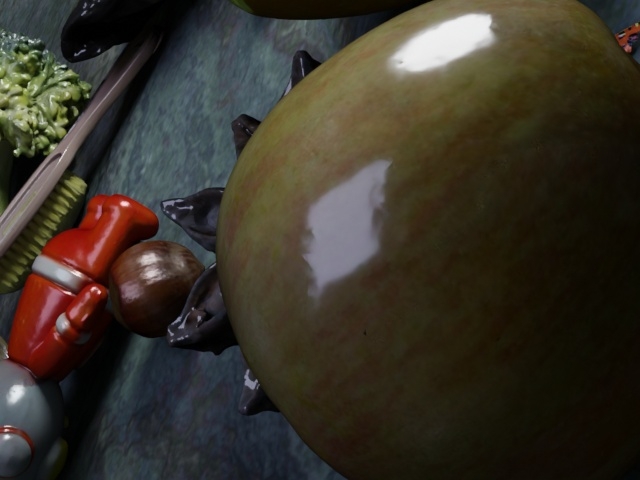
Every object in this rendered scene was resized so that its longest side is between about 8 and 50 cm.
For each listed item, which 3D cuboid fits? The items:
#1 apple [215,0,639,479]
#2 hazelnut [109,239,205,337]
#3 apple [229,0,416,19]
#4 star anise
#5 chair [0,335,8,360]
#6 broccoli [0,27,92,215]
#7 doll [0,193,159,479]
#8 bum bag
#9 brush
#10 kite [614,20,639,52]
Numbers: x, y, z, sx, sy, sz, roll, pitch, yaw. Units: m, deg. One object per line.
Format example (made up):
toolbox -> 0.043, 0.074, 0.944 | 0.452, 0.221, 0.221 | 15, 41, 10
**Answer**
apple -> 0.085, 0.006, 0.824 | 0.234, 0.257, 0.257 | -40, 36, 16
hazelnut -> -0.130, 0.039, 1.341 | 0.086, 0.086, 0.086 | -38, 39, 40
apple -> -0.016, -0.315, 1.088 | 0.374, 0.384, 0.374 | -14, 73, 59
star anise -> 0.000, -0.001, 1.121 | 0.223, 0.109, 0.236 | -26, 61, 43
chair -> -0.416, 0.194, 1.598 | 0.272, 0.166, 0.188 | -39, 39, 40
broccoli -> -0.358, -0.096, 1.741 | 0.247, 0.263, 0.243 | 96, 163, -79
doll -> -0.241, 0.116, 1.435 | 0.336, 0.105, 0.200 | -62, 17, -8
bum bag -> -0.134, -0.294, 1.558 | 0.340, 0.095, 0.144 | -42, 11, 38
brush -> -0.237, -0.074, 1.627 | 0.313, 0.067, 0.072 | -55, 27, -4
kite -> 0.122, -0.062, 1.058 | 0.222, 0.008, 0.125 | -60, 29, 12
